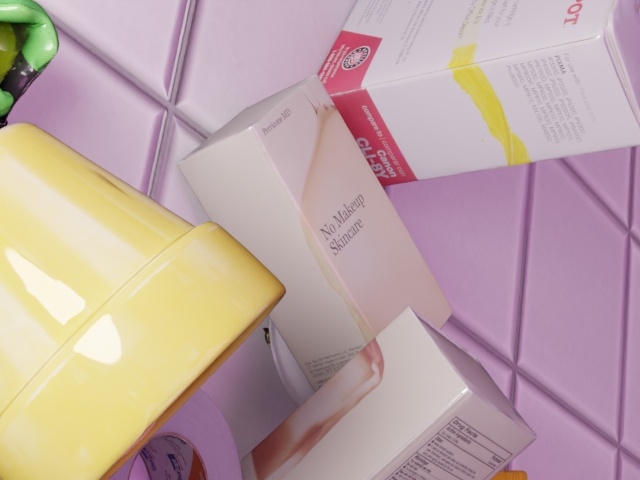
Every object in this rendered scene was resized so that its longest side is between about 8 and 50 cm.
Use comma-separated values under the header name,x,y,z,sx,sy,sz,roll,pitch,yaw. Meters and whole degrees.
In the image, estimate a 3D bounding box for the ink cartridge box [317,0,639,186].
name,x,y,z,sx,sy,sz,roll,pitch,yaw
ink cartridge box,0.214,-0.225,1.578,0.160,0.384,0.279,58,40,-31

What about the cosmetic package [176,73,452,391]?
name,x,y,z,sx,sy,sz,roll,pitch,yaw
cosmetic package,0.000,0.000,1.407,0.309,0.113,0.160,59,37,-14

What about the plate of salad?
name,x,y,z,sx,sy,sz,roll,pitch,yaw
plate of salad,0.002,0.122,1.484,0.200,0.048,0.200,28,53,-43

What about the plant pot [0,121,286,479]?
name,x,y,z,sx,sy,sz,roll,pitch,yaw
plant pot,-0.196,0.047,1.017,0.239,0.254,0.254,44,39,3

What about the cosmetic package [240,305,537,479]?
name,x,y,z,sx,sy,sz,roll,pitch,yaw
cosmetic package,0.043,0.225,1.301,0.153,0.296,0.129,39,12,-46

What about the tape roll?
name,x,y,z,sx,sy,sz,roll,pitch,yaw
tape roll,-0.163,0.233,1.200,0.219,0.072,0.219,15,72,-54

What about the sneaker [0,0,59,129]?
name,x,y,z,sx,sy,sz,roll,pitch,yaw
sneaker,-0.321,-0.092,0.968,0.134,0.146,0.344,60,40,-29

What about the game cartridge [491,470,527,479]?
name,x,y,z,sx,sy,sz,roll,pitch,yaw
game cartridge,0.190,0.438,1.702,0.323,0.052,0.285,13,73,-54
